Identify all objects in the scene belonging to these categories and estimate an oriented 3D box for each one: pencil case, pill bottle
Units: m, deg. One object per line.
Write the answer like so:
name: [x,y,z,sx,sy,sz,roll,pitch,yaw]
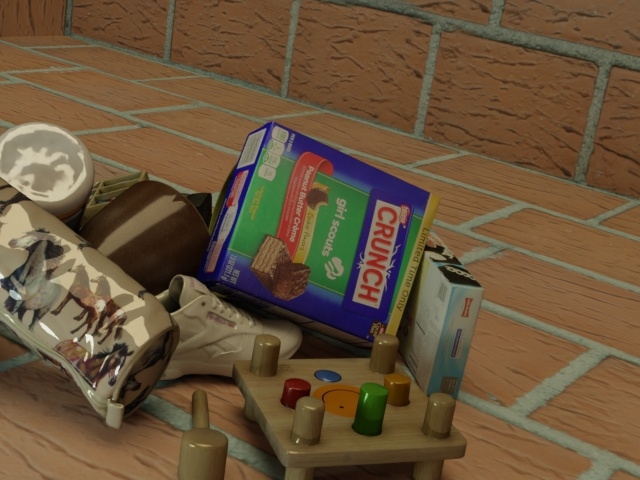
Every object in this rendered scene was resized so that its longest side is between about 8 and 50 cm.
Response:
pencil case: [-0.375,0.070,1.391,0.410,0.160,0.183,37,54,9]
pill bottle: [-0.461,-0.057,1.667,0.162,0.278,0.162,9,62,-18]

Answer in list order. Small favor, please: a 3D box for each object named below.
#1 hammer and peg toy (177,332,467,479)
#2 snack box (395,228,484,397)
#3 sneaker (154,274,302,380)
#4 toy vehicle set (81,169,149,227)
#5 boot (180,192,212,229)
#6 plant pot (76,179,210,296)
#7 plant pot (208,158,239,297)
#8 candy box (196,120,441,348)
hammer and peg toy: [-0.020,0.217,1.371,0.361,0.127,0.266,2,19,-21]
snack box: [0.174,0.102,1.716,0.060,0.187,0.322,7,19,-14]
sneaker: [-0.157,0.128,1.540,0.305,0.152,0.114,-1,18,-31]
toy vehicle set: [-0.467,-0.064,1.987,0.266,0.035,0.166,-14,21,3]
boot: [-0.355,-0.028,2.025,0.222,0.118,0.338,5,10,8]
plant pot: [-0.328,0.043,1.678,0.215,0.215,0.230,20,35,30]
plant pot: [-0.018,0.003,1.869,0.293,0.275,0.275,17,13,-26]
candy box: [0.000,0.000,1.650,0.317,0.268,0.122,23,-12,-22]
